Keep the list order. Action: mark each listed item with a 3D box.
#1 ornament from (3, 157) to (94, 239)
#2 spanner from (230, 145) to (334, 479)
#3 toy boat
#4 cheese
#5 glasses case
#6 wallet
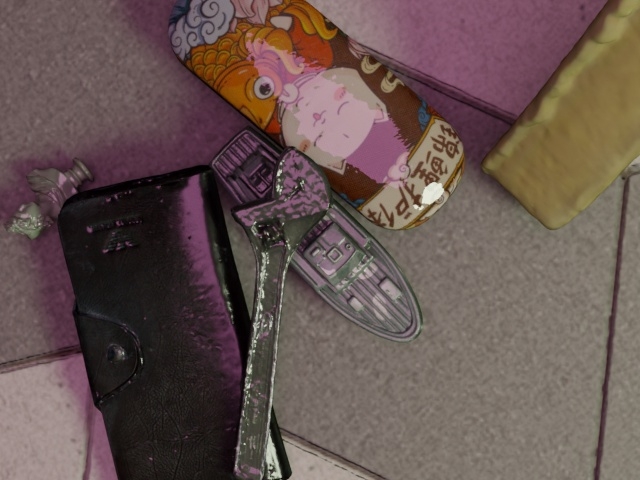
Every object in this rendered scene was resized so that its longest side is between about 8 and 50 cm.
[{"bbox_3d":[-0.264,-0.040,1.216,0.068,0.041,0.092,20,81,-3],"label":"ornament"},{"bbox_3d":[-0.047,0.072,1.148,0.093,0.026,0.325,6,102,-4],"label":"spanner"},{"bbox_3d":[0.000,0.000,1.181,0.078,0.085,0.260,-44,88,1],"label":"toy boat"},{"bbox_3d":[0.305,-0.184,1.040,0.104,0.384,0.384,44,91,7],"label":"cheese"},{"bbox_3d":[-0.004,-0.139,1.184,0.321,0.082,0.122,40,88,2],"label":"glasses case"},{"bbox_3d":[-0.146,0.097,1.192,0.172,0.045,0.318,-12,96,6],"label":"wallet"}]
